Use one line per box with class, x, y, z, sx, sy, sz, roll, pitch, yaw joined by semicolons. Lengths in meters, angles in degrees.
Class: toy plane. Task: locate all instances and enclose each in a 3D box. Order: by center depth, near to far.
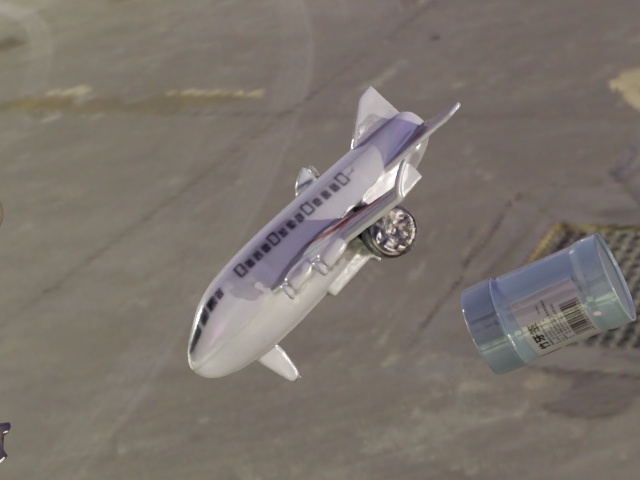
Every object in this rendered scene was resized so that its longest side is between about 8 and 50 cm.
toy plane;0.000;0.000;0.601;0.171;0.065;0.162;-56;15;-7

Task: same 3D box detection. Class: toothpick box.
toothpick box;0.236;0.067;1.293;0.153;0.101;0.101;-24;20;20

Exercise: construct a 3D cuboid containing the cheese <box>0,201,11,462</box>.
cheese;-0.271;0.068;0.516;0.318;0.115;0.326;33;77;38
